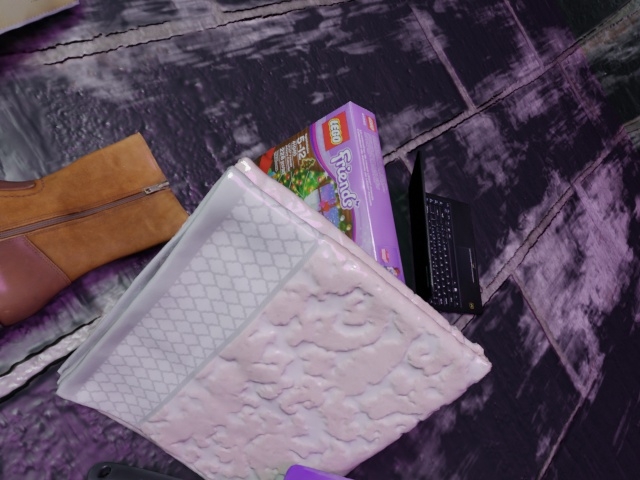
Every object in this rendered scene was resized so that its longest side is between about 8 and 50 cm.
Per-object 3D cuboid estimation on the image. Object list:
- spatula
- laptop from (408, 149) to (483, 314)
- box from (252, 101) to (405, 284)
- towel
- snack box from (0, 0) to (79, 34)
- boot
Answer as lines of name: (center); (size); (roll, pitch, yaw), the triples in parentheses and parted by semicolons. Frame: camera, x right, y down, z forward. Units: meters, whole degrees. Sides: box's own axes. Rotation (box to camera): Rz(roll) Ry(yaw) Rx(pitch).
spatula: (-0.097, 0.258, 0.420); (0.084, 0.295, 0.031); (-72, 163, -60)
laptop: (0.234, 0.000, 0.742); (0.264, 0.136, 0.235); (10, 70, -30)
box: (0.000, 0.000, 0.551); (0.057, 0.200, 0.294); (7, 70, -47)
towel: (-0.056, 0.134, 0.423); (0.316, 0.332, 0.053); (39, 22, -15)
snack box: (-0.365, -0.275, 0.373); (0.060, 0.187, 0.322); (19, 45, 4)
boot: (-0.310, -0.066, 0.445); (0.280, 0.096, 0.264); (-36, 92, -37)
